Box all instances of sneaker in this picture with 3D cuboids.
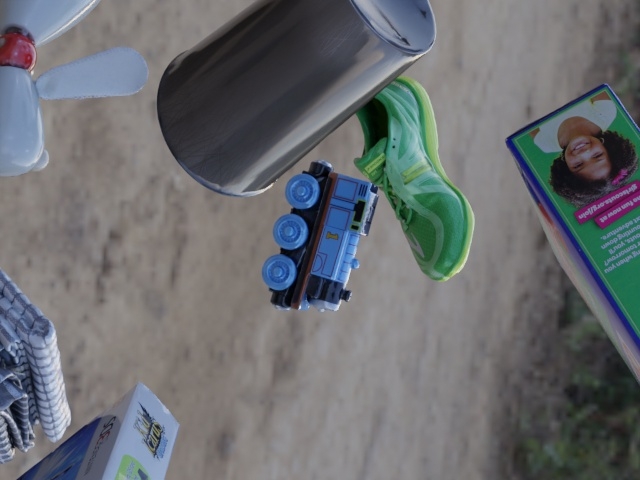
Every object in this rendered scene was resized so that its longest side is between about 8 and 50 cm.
[{"bbox_3d":[0.103,-0.076,2.039,0.123,0.109,0.296,-1,60,-36],"label":"sneaker"}]

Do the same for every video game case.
[{"bbox_3d":[-0.246,0.255,1.318,0.061,0.269,0.244,50,10,-10],"label":"video game case"}]

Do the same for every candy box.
[{"bbox_3d":[0.320,0.053,1.500,0.317,0.122,0.268,60,3,34],"label":"candy box"}]

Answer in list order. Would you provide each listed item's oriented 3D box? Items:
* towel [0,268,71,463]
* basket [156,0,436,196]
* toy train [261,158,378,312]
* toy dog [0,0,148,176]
[{"bbox_3d":[-0.389,0.090,1.646,0.121,0.283,0.235,-38,160,-22],"label":"towel"},{"bbox_3d":[-0.016,-0.169,1.482,0.154,0.227,0.204,49,35,-10],"label":"basket"},{"bbox_3d":[0.000,0.000,1.866,0.080,0.105,0.184,19,87,-78],"label":"toy train"},{"bbox_3d":[-0.264,-0.205,1.590,0.161,0.220,0.334,42,69,-51],"label":"toy dog"}]
